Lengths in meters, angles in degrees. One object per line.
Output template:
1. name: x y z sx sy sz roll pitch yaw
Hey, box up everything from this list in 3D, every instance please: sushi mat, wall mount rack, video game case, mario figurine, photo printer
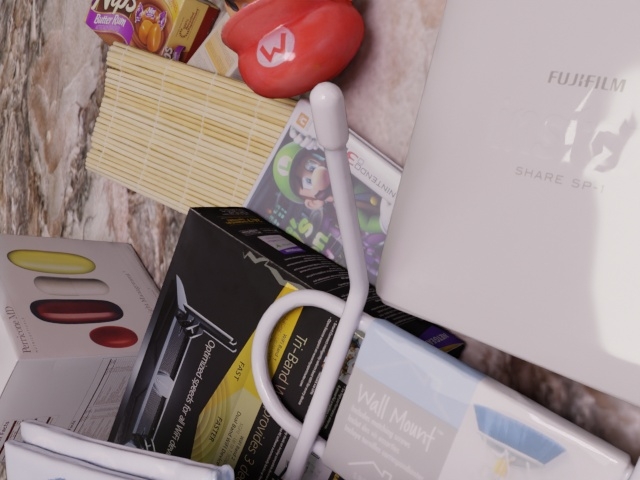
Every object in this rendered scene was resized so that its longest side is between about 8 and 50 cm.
1. sushi mat: -0.129 -0.100 0.714 0.316 0.019 0.152 23 107 29
2. wall mount rack: 0.070 0.096 0.380 0.350 0.130 0.304 27 109 30
3. video game case: 0.000 0.000 0.611 0.173 0.022 0.190 41 114 24
4. mario figurine: -0.056 -0.272 0.604 0.198 0.170 0.321 113 149 -61
5. photo printer: 0.180 -0.071 0.424 0.256 0.107 0.308 21 100 41

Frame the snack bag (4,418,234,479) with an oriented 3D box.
1. snack bag: -0.058 0.287 0.407 0.342 0.037 0.323 2 98 30

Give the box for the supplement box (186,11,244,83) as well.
1. supplement box: -0.096 -0.187 0.725 0.098 0.036 0.062 -41 62 30

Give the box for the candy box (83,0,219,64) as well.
1. candy box: -0.205 -0.267 0.819 0.186 0.053 0.109 44 114 34

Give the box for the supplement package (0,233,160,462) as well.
1. supplement package: -0.286 0.109 0.754 0.194 0.203 0.149 48 116 33

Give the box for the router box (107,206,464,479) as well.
1. router box: -0.055 0.159 0.593 0.242 0.081 0.309 32 109 27
